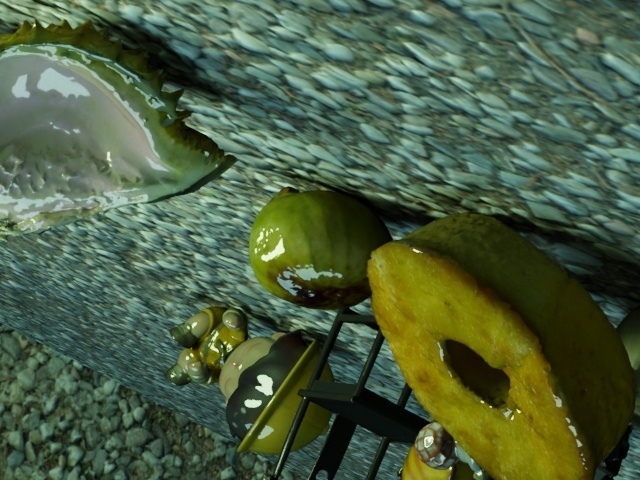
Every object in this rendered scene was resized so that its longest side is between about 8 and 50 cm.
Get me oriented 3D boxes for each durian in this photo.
[{"bbox_3d":[-0.245,-0.125,1.710,0.305,0.185,0.195,-2,152,14],"label":"durian"}]

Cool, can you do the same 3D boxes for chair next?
[{"bbox_3d":[0.061,0.199,2.222,0.154,0.260,0.141,29,165,-24],"label":"chair"}]

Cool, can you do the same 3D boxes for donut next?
[{"bbox_3d":[0.176,0.102,1.781,0.303,0.110,0.303,44,157,24],"label":"donut"}]

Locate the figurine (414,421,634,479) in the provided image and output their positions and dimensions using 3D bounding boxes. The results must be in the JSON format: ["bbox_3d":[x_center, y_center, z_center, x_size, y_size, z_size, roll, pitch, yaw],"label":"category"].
[{"bbox_3d":[0.219,0.173,2.093,0.281,0.167,0.370,-18,135,31],"label":"figurine"}]

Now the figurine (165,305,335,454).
[{"bbox_3d":[-0.089,0.190,2.672,0.167,0.192,0.257,-1,-145,-49],"label":"figurine"}]

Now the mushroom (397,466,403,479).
[{"bbox_3d":[0.226,0.371,2.758,0.283,0.195,0.263,46,-170,-51],"label":"mushroom"}]

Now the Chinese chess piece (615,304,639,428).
[{"bbox_3d":[0.392,0.148,1.818,0.250,0.103,0.250,22,168,5],"label":"Chinese chess piece"}]

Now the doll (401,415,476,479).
[{"bbox_3d":[0.212,0.278,2.319,0.270,0.166,0.162,-5,-149,-33],"label":"doll"}]

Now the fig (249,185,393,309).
[{"bbox_3d":[0.000,0.011,1.888,0.153,0.120,0.136,16,160,15],"label":"fig"}]
